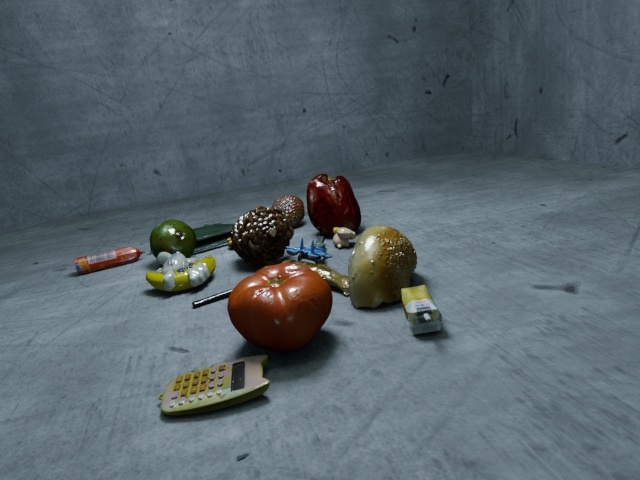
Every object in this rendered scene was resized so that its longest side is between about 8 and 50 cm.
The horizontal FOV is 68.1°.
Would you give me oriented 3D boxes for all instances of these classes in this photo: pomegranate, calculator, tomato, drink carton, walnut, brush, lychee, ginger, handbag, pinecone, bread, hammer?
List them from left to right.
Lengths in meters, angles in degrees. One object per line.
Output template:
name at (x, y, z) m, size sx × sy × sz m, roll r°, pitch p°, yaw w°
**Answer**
pomegranate at (-0.610, 0.017, 1.933) m, size 0.187 × 0.187 × 0.225 m, roll -20°, pitch -9°, yaw -36°
handbag at (-0.522, -0.021, 2.153) m, size 0.248 × 0.079 × 0.260 m, roll -18°, pitch 19°, yaw -32°
calculator at (-0.223, 0.308, 1.002) m, size 0.237 × 0.033 × 0.157 m, roll -11°, pitch 18°, yaw -4°
hammer at (-0.293, 0.165, 1.519) m, size 0.246 × 0.029 × 0.103 m, roll -17°, pitch 19°, yaw -24°
pinecone at (-0.225, -0.013, 1.768) m, size 0.224 × 0.224 × 0.273 m, roll -19°, pitch 3°, yaw -34°
tomato at (-0.099, 0.167, 1.153) m, size 0.260 × 0.179 × 0.260 m, roll -10°, pitch 17°, yaw 3°
lychee at (-0.154, -0.144, 2.246) m, size 0.165 × 0.165 × 0.197 m, roll -7°, pitch 44°, yaw 4°
ginger at (-0.028, 0.110, 1.506) m, size 0.334 × 0.081 × 0.148 m, roll 8°, pitch 1°, yaw 35°
brush at (0.000, 0.000, 1.953) m, size 0.062 × 0.027 × 0.266 m, roll -5°, pitch 13°, yaw 6°
walnut at (0.060, -0.158, 2.020) m, size 0.222 × 0.268 × 0.244 m, roll -3°, pitch 20°, yaw 16°
bread at (0.189, 0.051, 1.389) m, size 0.171 × 0.191 × 0.314 m, roll 0°, pitch 18°, yaw 27°
drink carton at (0.248, 0.177, 1.150) m, size 0.084 × 0.074 × 0.200 m, roll -7°, pitch 18°, yaw 3°

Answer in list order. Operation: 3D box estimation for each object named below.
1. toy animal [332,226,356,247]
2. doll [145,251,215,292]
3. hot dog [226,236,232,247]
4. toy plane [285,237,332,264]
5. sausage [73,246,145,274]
toy animal at (0.092, -0.005, 1.849) m, size 0.091 × 0.081 × 0.114 m, roll 21°, pitch -6°, yaw -18°
doll at (-0.495, 0.103, 1.668) m, size 0.238 × 0.111 × 0.252 m, roll -8°, pitch 25°, yaw 4°
hot dog at (-0.338, -0.011, 2.074) m, size 0.072 × 0.055 × 0.188 m, roll 0°, pitch 19°, yaw 30°
toy plane at (-0.023, 0.047, 1.658) m, size 0.169 × 0.078 × 0.246 m, roll 11°, pitch -6°, yaw 18°
sausage at (-0.882, 0.076, 1.996) m, size 0.274 × 0.074 × 0.074 m, roll -15°, pitch 18°, yaw -23°
